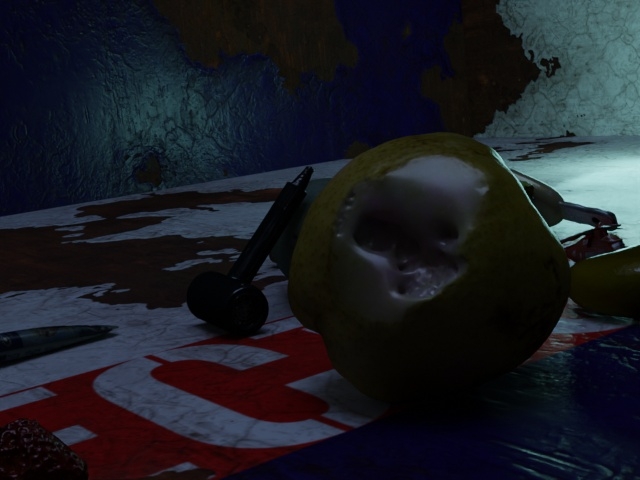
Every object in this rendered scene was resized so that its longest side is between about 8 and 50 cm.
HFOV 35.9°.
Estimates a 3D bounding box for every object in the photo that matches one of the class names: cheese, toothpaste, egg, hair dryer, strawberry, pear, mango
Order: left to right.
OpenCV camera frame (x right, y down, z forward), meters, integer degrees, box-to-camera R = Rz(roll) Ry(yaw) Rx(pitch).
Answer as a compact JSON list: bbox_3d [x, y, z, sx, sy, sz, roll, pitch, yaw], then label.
[{"bbox_3d":[-0.229,0.180,0.799,0.083,0.073,0.073,6,7,-11],"label":"strawberry"},{"bbox_3d":[-0.364,0.129,1.273,0.062,0.037,0.216,2,7,45],"label":"toothpaste"},{"bbox_3d":[-0.074,0.006,1.308,0.070,0.255,0.128,36,-9,-28],"label":"hair dryer"},{"bbox_3d":[0.011,-0.006,1.434,0.169,0.169,0.236,-6,8,2],"label":"egg"},{"bbox_3d":[0.101,0.029,0.967,0.271,0.271,0.271,-6,10,1],"label":"pear"},{"bbox_3d":[0.416,-0.061,1.758,0.235,0.127,0.050,16,57,39],"label":"cheese"},{"bbox_3d":[0.381,0.050,1.162,0.191,0.085,0.122,-13,16,22],"label":"mango"}]

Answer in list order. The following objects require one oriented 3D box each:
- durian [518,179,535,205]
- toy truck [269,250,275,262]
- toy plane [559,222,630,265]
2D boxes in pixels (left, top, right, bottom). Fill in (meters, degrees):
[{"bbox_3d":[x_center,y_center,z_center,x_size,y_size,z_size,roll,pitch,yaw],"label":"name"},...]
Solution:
[{"bbox_3d":[0.263,-0.045,1.746,0.221,0.137,0.095,4,45,17],"label":"durian"},{"bbox_3d":[0.000,0.000,1.667,0.192,0.083,0.092,1,17,30],"label":"toy truck"},{"bbox_3d":[0.358,0.018,1.390,0.194,0.077,0.126,-8,2,40],"label":"toy plane"}]
